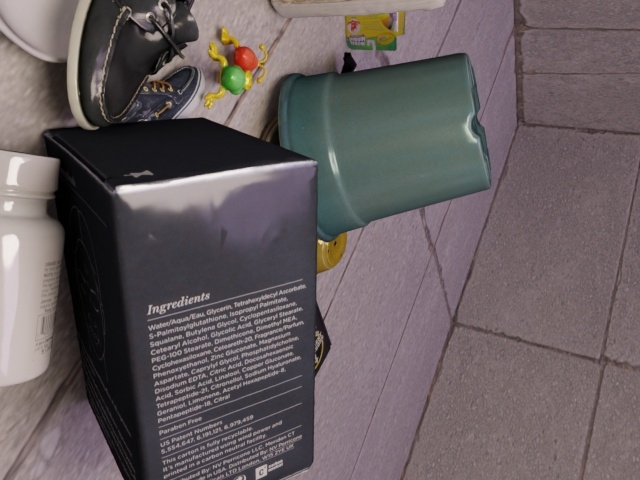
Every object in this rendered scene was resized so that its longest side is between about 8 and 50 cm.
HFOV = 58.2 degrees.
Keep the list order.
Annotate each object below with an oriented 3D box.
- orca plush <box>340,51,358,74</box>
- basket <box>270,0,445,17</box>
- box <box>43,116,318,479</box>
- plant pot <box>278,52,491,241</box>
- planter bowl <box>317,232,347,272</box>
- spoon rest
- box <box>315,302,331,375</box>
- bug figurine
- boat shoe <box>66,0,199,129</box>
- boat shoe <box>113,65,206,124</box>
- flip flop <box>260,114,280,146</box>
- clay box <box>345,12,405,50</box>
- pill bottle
[{"bbox_3d":[0.071,-0.269,1.307,0.102,0.151,0.287,-31,138,-15],"label":"orca plush"},{"bbox_3d":[0.052,-0.569,0.907,0.266,0.331,0.329,41,64,-54],"label":"basket"},{"bbox_3d":[-0.168,0.074,0.697,0.211,0.293,0.396,-13,116,-31],"label":"box"},{"bbox_3d":[0.140,-0.193,1.105,0.341,0.333,0.342,-11,90,-70],"label":"plant pot"},{"bbox_3d":[0.000,0.000,1.286,0.217,0.090,0.217,-35,130,-55],"label":"planter bowl"},{"bbox_3d":[-0.322,-0.246,0.561,0.276,0.084,0.138,-26,123,-57],"label":"spoon rest"},{"bbox_3d":[-0.128,0.256,1.133,0.395,0.097,0.318,-56,142,-36],"label":"box"},{"bbox_3d":[-0.134,-0.192,0.911,0.216,0.072,0.279,-89,-176,-76],"label":"bug figurine"},{"bbox_3d":[-0.197,-0.278,0.695,0.127,0.112,0.340,94,7,-63],"label":"boat shoe"},{"bbox_3d":[-0.226,-0.197,0.789,0.183,0.065,0.083,-63,150,-28],"label":"boat shoe"},{"bbox_3d":[-0.075,-0.103,1.104,0.112,0.080,0.277,19,81,-63],"label":"flip flop"},{"bbox_3d":[0.121,-0.536,1.263,0.053,0.127,0.222,-41,136,-52],"label":"clay box"},{"bbox_3d":[-0.336,0.021,0.589,0.131,0.131,0.230,0,100,-63],"label":"pill bottle"}]
